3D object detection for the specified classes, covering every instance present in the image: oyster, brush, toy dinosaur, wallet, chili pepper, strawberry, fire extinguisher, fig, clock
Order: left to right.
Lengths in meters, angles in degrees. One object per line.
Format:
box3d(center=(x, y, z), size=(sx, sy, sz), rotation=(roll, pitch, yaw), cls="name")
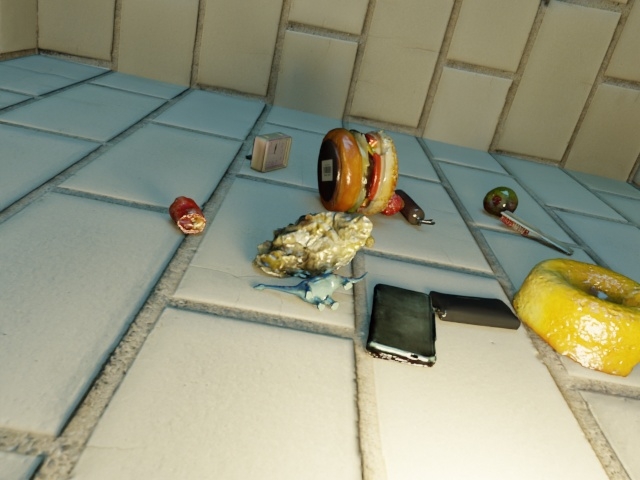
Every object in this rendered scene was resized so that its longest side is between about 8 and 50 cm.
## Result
box3d(center=(-0.420, -0.091, 1.699), size=(0.086, 0.084, 0.192), rotation=(36, 7, -42), cls="chili pepper")
box3d(center=(-0.209, -0.380, 2.362), size=(0.071, 0.147, 0.192), rotation=(24, 26, 24), cls="clock")
box3d(center=(-0.018, -0.002, 1.573), size=(0.351, 0.114, 0.238), rotation=(-13, 43, 17), cls="oyster")
box3d(center=(0.001, 0.130, 1.437), size=(0.329, 0.076, 0.144), rotation=(-7, 22, -18), cls="toy dinosaur")
box3d(center=(0.274, -0.142, 2.147), size=(0.106, 0.106, 0.106), rotation=(11, 24, -5), cls="strawberry")
box3d(center=(0.208, 0.208, 1.403), size=(0.173, 0.045, 0.318), rotation=(11, 24, 3), cls="wallet")
box3d(center=(0.359, -0.122, 2.171), size=(0.089, 0.072, 0.267), rotation=(-1, 27, -15), cls="fire extinguisher")
box3d(center=(0.424, 0.192, 1.553), size=(0.250, 0.044, 0.149), rotation=(8, 21, -10), cls="wallet")
box3d(center=(0.822, -0.163, 2.487), size=(0.149, 0.149, 0.245), rotation=(27, 8, 28), cls="fig")
box3d(center=(0.880, -0.024, 2.267), size=(0.321, 0.050, 0.060), rotation=(36, 29, 27), cls="brush")

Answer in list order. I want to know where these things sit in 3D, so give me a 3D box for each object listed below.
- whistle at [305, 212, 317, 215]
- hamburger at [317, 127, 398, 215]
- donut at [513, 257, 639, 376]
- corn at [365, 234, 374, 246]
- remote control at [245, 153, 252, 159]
box3d(center=(0.000, 0.000, 1.735), size=(0.062, 0.062, 0.312), rotation=(7, 25, -14), cls="whistle")
box3d(center=(0.136, -0.255, 2.049), size=(0.250, 0.330, 0.330), rotation=(-3, 28, -17), cls="hamburger")
box3d(center=(0.763, 0.183, 1.596), size=(0.378, 0.163, 0.435), rotation=(21, 26, 21), cls="donut")
box3d(center=(0.156, -0.009, 1.867), size=(0.037, 0.037, 0.092), rotation=(2, 24, -24), cls="corn")
box3d(center=(-0.302, -0.377, 2.468), size=(0.034, 0.016, 0.091), rotation=(5, 19, 24), cls="remote control")
